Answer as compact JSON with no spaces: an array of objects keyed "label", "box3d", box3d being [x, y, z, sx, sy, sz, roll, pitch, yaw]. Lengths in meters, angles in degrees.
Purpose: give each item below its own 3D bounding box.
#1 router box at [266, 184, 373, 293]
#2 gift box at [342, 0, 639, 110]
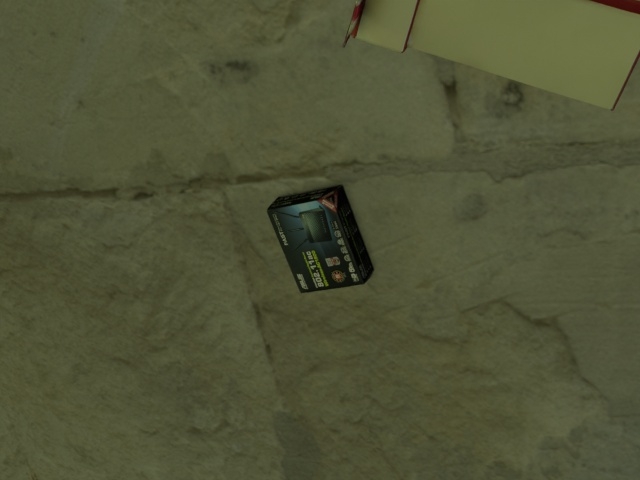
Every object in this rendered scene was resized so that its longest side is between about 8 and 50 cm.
[{"label":"router box","box3d":[0.000,0.000,1.134,0.092,0.038,0.122,-10,112,29]},{"label":"gift box","box3d":[0.153,-0.262,0.765,0.258,0.255,0.276,19,125,3]}]
